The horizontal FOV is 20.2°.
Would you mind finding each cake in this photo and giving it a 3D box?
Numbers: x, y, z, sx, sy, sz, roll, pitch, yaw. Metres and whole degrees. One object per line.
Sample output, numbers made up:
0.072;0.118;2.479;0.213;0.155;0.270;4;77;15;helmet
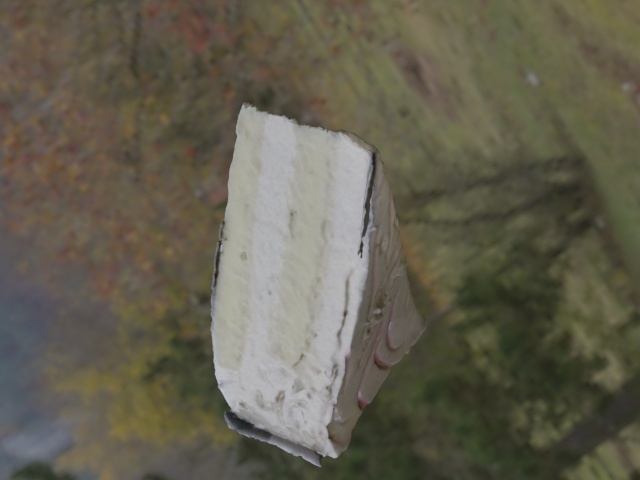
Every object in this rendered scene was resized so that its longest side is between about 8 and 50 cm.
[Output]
0.000;0.000;0.515;0.052;0.065;0.121;28;140;21;cake
